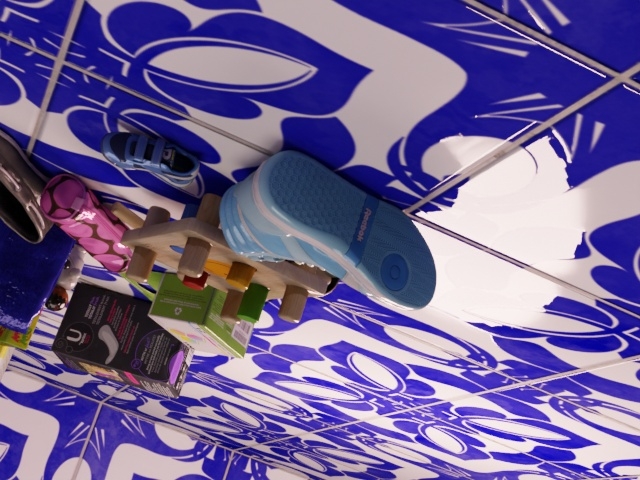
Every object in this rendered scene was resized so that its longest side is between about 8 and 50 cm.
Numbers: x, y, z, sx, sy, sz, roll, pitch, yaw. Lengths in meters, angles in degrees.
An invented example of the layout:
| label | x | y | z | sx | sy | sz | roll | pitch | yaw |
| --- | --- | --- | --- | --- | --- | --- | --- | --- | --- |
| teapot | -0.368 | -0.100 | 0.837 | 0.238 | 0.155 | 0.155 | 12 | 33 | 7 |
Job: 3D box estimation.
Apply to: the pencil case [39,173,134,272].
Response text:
| label | x | y | z | sx | sy | sz | roll | pitch | yaw |
| --- | --- | --- | --- | --- | --- | --- | --- | --- | --- |
| pencil case | -0.373 | -0.025 | 1.813 | 0.098 | 0.095 | 0.209 | 34 | 171 | 35 |

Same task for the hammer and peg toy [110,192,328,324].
| label | x | y | z | sx | sy | sz | roll | pitch | yaw |
| --- | --- | --- | --- | --- | --- | --- | --- | --- | --- |
| hammer and peg toy | -0.189 | 0.038 | 1.736 | 0.266 | 0.127 | 0.361 | 27 | 161 | -30 |

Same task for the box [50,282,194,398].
| label | x | y | z | sx | sy | sz | roll | pitch | yaw |
| --- | --- | --- | --- | --- | --- | --- | --- | --- | --- |
| box | -0.419 | 0.219 | 2.372 | 0.270 | 0.165 | 0.143 | 16 | 160 | 7 |

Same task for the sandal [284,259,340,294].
| label | x | y | z | sx | sy | sz | roll | pitch | yaw |
| --- | --- | --- | --- | --- | --- | --- | --- | --- | --- |
| sandal | 0.000 | 0.060 | 1.764 | 0.090 | 0.060 | 0.219 | 28 | 157 | -25 |

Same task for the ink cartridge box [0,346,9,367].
| label | x | y | z | sx | sy | sz | roll | pitch | yaw |
| --- | --- | --- | --- | --- | --- | --- | --- | --- | --- |
| ink cartridge box | -0.727 | 0.210 | 2.287 | 0.160 | 0.385 | 0.279 | 21 | 159 | -10 |

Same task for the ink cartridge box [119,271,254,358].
| label | x | y | z | sx | sy | sz | roll | pitch | yaw |
| --- | --- | --- | --- | --- | --- | --- | --- | --- | --- |
| ink cartridge box | -0.282 | 0.142 | 2.159 | 0.255 | 0.097 | 0.189 | 6 | 157 | 26 |

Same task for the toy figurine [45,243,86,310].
| label | x | y | z | sx | sy | sz | roll | pitch | yaw |
| --- | --- | --- | --- | --- | --- | --- | --- | --- | --- |
| toy figurine | -0.560 | 0.039 | 2.050 | 0.213 | 0.148 | 0.209 | 14 | 159 | 8 |

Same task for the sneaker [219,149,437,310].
| label | x | y | z | sx | sy | sz | roll | pitch | yaw |
| --- | --- | --- | --- | --- | --- | --- | --- | --- | --- |
| sneaker | 0.000 | 0.000 | 1.526 | 0.319 | 0.127 | 0.208 | 38 | 151 | -23 |

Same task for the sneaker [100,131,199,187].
| label | x | y | z | sx | sy | sz | roll | pitch | yaw |
| --- | --- | --- | --- | --- | --- | --- | --- | --- | --- |
| sneaker | -0.232 | -0.119 | 1.510 | 0.144 | 0.053 | 0.059 | 17 | 162 | -24 |

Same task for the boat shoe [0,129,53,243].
| label | x | y | z | sx | sy | sz | roll | pitch | yaw |
| --- | --- | --- | --- | --- | --- | --- | --- | --- | --- |
| boat shoe | -0.518 | -0.102 | 1.722 | 0.112 | 0.095 | 0.335 | 7 | 157 | 27 |

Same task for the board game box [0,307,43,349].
| label | x | y | z | sx | sy | sz | roll | pitch | yaw |
| --- | --- | --- | --- | --- | --- | --- | --- | --- | --- |
| board game box | -0.576 | 0.148 | 2.018 | 0.043 | 0.092 | 0.181 | 28 | 163 | -31 |

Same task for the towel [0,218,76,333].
| label | x | y | z | sx | sy | sz | roll | pitch | yaw |
| --- | --- | --- | --- | --- | --- | --- | --- | --- | --- |
| towel | -0.588 | 0.002 | 1.859 | 0.308 | 0.228 | 0.076 | 27 | 169 | -20 |
